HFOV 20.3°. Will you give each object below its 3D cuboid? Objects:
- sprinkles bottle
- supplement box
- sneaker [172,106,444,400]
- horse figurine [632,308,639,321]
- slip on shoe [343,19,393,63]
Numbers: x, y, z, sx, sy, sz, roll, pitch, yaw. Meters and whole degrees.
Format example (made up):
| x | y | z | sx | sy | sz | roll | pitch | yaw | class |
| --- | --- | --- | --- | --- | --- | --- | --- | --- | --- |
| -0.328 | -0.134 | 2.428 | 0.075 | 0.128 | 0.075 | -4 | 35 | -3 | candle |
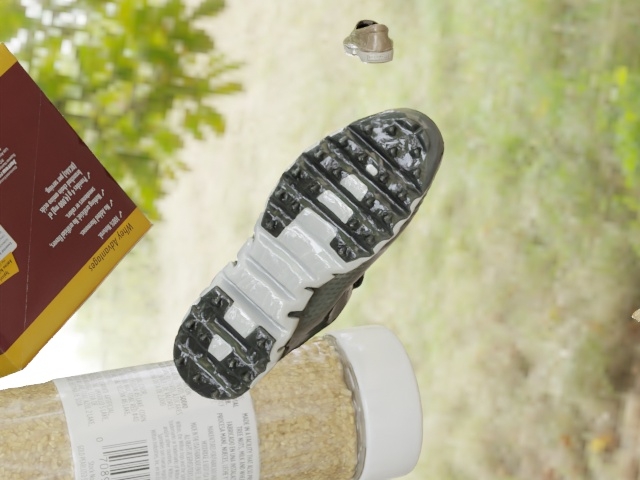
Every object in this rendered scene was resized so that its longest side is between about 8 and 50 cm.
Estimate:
| x | y | z | sx | sy | sz | roll | pitch | yaw | class |
| --- | --- | --- | --- | --- | --- | --- | --- | --- | --- |
| -0.106 | 0.146 | 1.329 | 0.121 | 0.355 | 0.121 | 172 | 90 | -72 | sprinkles bottle |
| -0.277 | -0.013 | 1.416 | 0.194 | 0.129 | 0.191 | 52 | -132 | -16 | supplement box |
| 0.000 | 0.000 | 1.136 | 0.234 | 0.078 | 0.106 | -50 | -8 | 23 | sneaker |
| 0.242 | -0.015 | 1.029 | 0.263 | 0.066 | 0.174 | -106 | 38 | -77 | horse figurine |
| 0.052 | -0.220 | 1.938 | 0.135 | 0.051 | 0.041 | -105 | 11 | -77 | slip on shoe |
